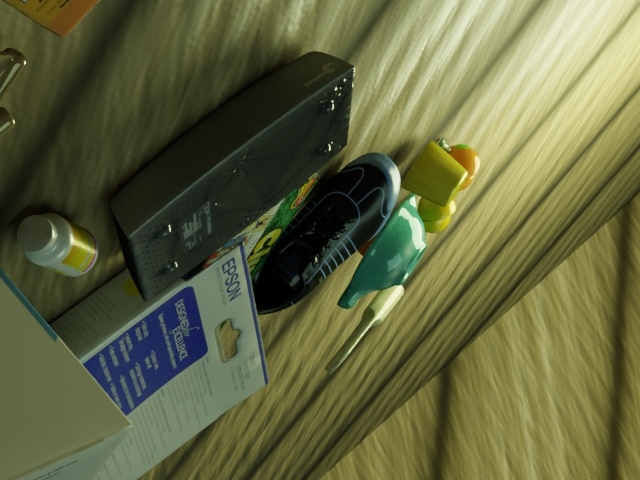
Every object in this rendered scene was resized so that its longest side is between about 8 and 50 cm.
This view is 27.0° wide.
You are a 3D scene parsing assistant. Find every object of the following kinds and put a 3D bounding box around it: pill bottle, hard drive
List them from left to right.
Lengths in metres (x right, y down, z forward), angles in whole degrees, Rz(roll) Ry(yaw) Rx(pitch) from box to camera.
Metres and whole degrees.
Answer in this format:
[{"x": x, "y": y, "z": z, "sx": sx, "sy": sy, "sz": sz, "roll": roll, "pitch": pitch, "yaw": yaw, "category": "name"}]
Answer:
[{"x": -0.214, "y": 0.002, "z": 1.079, "sx": 0.043, "sy": 0.043, "sz": 0.083, "roll": -44, "pitch": 164, "yaw": 1, "category": "pill bottle"}, {"x": -0.080, "y": -0.062, "z": 1.215, "sx": 0.254, "sy": 0.054, "sz": 0.172, "roll": -39, "pitch": 163, "yaw": -16, "category": "hard drive"}]

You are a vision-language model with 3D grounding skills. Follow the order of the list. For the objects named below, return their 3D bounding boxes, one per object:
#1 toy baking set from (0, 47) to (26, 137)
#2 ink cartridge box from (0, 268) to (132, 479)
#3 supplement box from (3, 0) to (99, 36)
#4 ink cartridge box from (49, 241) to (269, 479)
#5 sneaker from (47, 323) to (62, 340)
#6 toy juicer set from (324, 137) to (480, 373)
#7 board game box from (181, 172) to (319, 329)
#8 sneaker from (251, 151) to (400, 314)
[{"x": -0.294, "y": -0.047, "z": 0.808, "sx": 0.256, "sy": 0.030, "sz": 0.197, "roll": -43, "pitch": 161, "yaw": -4, "category": "toy baking set"}, {"x": -0.321, "y": 0.178, "z": 0.992, "sx": 0.270, "sy": 0.198, "sz": 0.197, "roll": -52, "pitch": 162, "yaw": 29, "category": "ink cartridge box"}, {"x": -0.175, "y": -0.182, "z": 0.660, "sx": 0.080, "sy": 0.078, "sz": 0.233, "roll": -45, "pitch": 164, "yaw": 6, "category": "supplement box"}, {"x": -0.201, "y": 0.151, "z": 1.372, "sx": 0.307, "sy": 0.072, "sz": 0.304, "roll": -38, "pitch": 153, "yaw": -20, "category": "ink cartridge box"}, {"x": -0.311, "y": 0.131, "z": 1.158, "sx": 0.178, "sy": 0.072, "sz": 0.077, "roll": -51, "pitch": 152, "yaw": -3, "category": "sneaker"}, {"x": 0.095, "y": -0.001, "z": 1.742, "sx": 0.329, "sy": 0.089, "sz": 0.209, "roll": -60, "pitch": 171, "yaw": 24, "category": "toy juicer set"}, {"x": -0.106, "y": 0.027, "z": 1.423, "sx": 0.136, "sy": 0.030, "sz": 0.260, "roll": -27, "pitch": 157, "yaw": -49, "category": "board game box"}, {"x": 0.000, "y": 0.000, "z": 1.497, "sx": 0.232, "sy": 0.081, "sz": 0.090, "roll": -51, "pitch": 174, "yaw": 27, "category": "sneaker"}]
